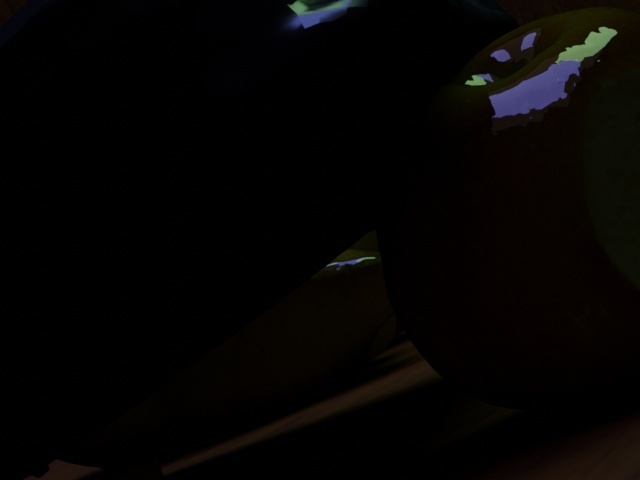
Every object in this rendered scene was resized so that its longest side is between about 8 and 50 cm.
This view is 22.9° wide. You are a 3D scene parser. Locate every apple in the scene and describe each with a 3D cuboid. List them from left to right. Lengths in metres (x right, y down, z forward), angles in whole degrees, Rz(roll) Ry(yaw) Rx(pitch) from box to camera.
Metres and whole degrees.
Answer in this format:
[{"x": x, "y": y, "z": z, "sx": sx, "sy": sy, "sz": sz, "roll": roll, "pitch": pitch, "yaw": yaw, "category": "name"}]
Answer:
[{"x": 0.066, "y": -0.009, "z": 0.428, "sx": 0.114, "sy": 0.102, "sz": 0.099, "roll": -24, "pitch": 1, "yaw": -23, "category": "apple"}]

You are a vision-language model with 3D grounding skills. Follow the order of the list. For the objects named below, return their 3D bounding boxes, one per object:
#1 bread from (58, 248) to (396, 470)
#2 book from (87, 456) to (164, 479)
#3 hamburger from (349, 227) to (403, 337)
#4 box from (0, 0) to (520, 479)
[{"x": -0.060, "y": 0.060, "z": 0.828, "sx": 0.233, "sy": 0.088, "sz": 0.161, "roll": -19, "pitch": 4, "yaw": -2, "category": "bread"}, {"x": -0.228, "y": 0.156, "z": 0.530, "sx": 0.228, "sy": 0.018, "sz": 0.322, "roll": -24, "pitch": -2, "yaw": 39, "category": "book"}, {"x": -0.002, "y": -0.001, "z": 0.987, "sx": 0.137, "sy": 0.175, "sz": 0.175, "roll": -4, "pitch": 11, "yaw": 41, "category": "hamburger"}, {"x": -0.092, "y": 0.015, "z": 0.544, "sx": 0.359, "sy": 0.091, "sz": 0.350, "roll": -39, "pitch": -6, "yaw": 15, "category": "box"}]
